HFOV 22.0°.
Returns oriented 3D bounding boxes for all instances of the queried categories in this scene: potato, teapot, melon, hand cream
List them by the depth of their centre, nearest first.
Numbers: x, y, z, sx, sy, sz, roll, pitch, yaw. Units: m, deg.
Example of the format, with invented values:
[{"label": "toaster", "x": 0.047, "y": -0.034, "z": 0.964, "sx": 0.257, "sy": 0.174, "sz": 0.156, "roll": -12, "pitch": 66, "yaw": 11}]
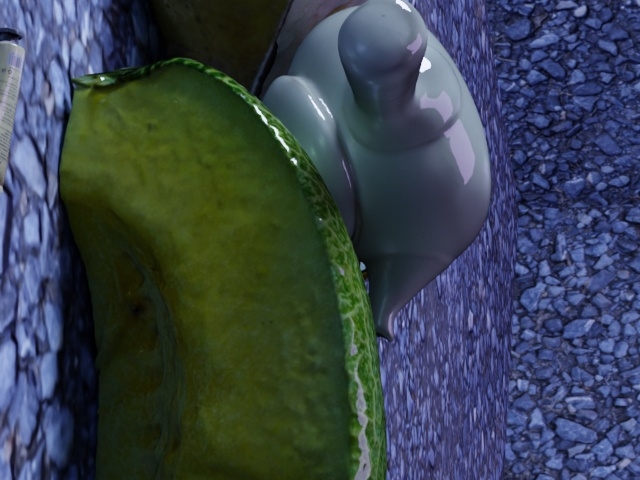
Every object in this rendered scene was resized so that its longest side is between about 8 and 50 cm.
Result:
[{"label": "hand cream", "x": -0.199, "y": -0.082, "z": 1.022, "sx": 0.035, "sy": 0.022, "sz": 0.102, "roll": 45, "pitch": 50, "yaw": -71}, {"label": "melon", "x": -0.075, "y": 0.051, "z": 1.149, "sx": 0.331, "sy": 0.226, "sz": 0.344, "roll": 165, "pitch": -71, "yaw": -77}, {"label": "teapot", "x": 0.035, "y": -0.099, "z": 1.198, "sx": 0.220, "sy": 0.149, "sz": 0.318, "roll": 53, "pitch": -23, "yaw": 37}, {"label": "potato", "x": -0.054, "y": -0.231, "z": 1.344, "sx": 0.246, "sy": 0.196, "sz": 0.300, "roll": -37, "pitch": 155, "yaw": -50}]

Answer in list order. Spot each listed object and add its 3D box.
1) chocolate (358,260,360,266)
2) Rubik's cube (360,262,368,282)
[{"label": "chocolate", "x": -0.048, "y": 0.020, "z": 1.367, "sx": 0.177, "sy": 0.176, "sz": 0.177, "roll": -3, "pitch": 90, "yaw": -77}, {"label": "Rubik's cube", "x": 0.000, "y": 0.000, "z": 1.655, "sx": 0.112, "sy": 0.133, "sz": 0.133, "roll": 32, "pitch": 53, "yaw": -46}]
